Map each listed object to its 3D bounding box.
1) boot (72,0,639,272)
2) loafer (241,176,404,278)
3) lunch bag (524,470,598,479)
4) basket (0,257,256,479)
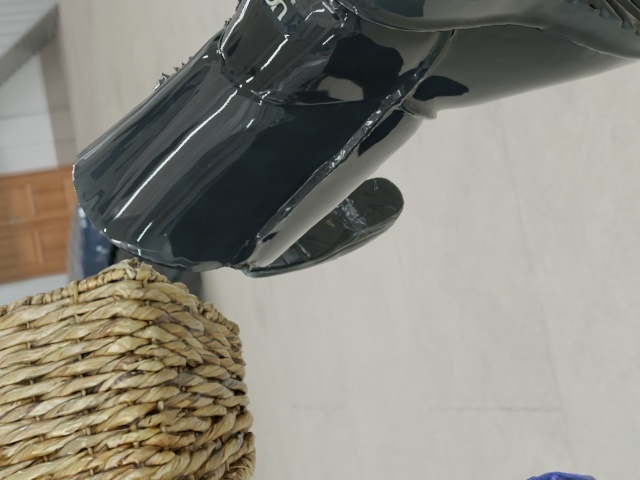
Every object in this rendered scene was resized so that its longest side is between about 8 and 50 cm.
[{"bbox_3d":[0.030,-0.072,0.526,0.207,0.246,0.094,-41,67,42],"label":"boot"},{"bbox_3d":[0.000,0.000,1.089,0.061,0.170,0.062,95,152,-60],"label":"loafer"},{"bbox_3d":[0.118,0.365,0.647,0.385,0.238,0.328,-64,-19,-61],"label":"lunch bag"},{"bbox_3d":[-0.198,0.184,0.882,0.213,0.299,0.223,46,-152,-58],"label":"basket"}]
